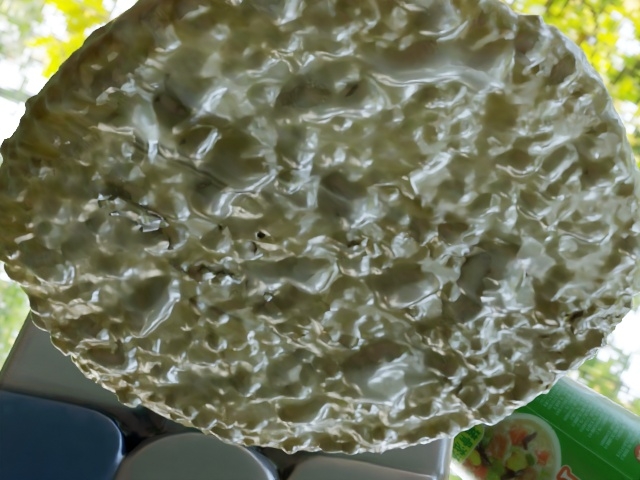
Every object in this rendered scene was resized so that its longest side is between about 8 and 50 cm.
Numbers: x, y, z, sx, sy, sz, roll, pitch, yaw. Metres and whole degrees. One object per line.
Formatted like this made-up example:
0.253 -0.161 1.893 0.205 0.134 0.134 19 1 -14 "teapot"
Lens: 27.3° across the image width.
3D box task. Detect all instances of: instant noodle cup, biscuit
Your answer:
0.244 0.227 1.398 0.207 0.232 0.207 -52 171 -12 "instant noodle cup"
0.000 -0.001 0.439 0.220 0.220 0.033 -43 -153 33 "biscuit"

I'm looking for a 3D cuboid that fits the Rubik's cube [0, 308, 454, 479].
-0.099 0.291 0.999 0.347 0.346 0.344 -76 174 -48 "Rubik's cube"
